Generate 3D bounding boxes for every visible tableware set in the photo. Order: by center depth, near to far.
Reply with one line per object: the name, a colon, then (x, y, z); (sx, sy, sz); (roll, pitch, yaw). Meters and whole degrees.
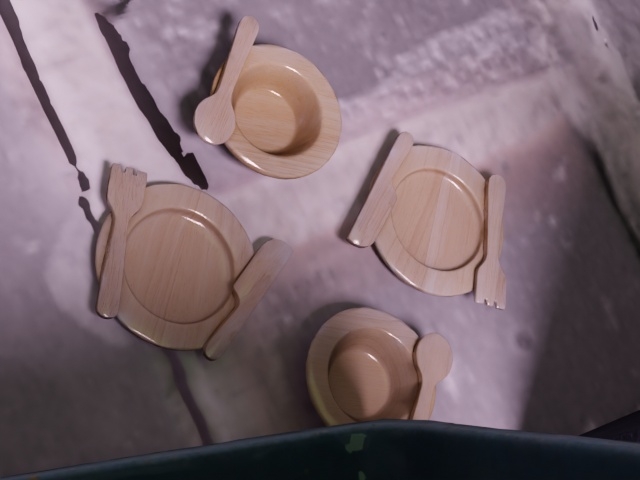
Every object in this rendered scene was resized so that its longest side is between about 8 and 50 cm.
tableware set: (0.000, 0.000, 0.550); (0.169, 0.020, 0.141); (31, 62, -17)

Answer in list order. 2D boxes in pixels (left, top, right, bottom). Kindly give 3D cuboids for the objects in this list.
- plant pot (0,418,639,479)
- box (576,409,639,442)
plant pot: (-0.009, 0.190, 0.362); (0.248, 0.247, 0.252); (-4, 90, -30)
box: (0.274, 0.162, 0.453); (0.179, 0.343, 0.312); (-15, 80, -31)
